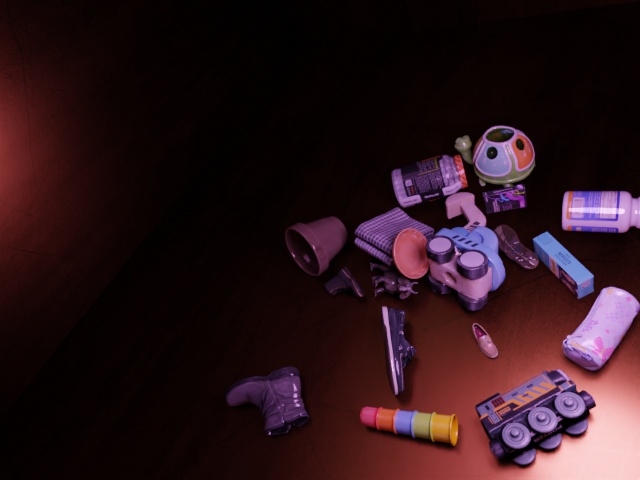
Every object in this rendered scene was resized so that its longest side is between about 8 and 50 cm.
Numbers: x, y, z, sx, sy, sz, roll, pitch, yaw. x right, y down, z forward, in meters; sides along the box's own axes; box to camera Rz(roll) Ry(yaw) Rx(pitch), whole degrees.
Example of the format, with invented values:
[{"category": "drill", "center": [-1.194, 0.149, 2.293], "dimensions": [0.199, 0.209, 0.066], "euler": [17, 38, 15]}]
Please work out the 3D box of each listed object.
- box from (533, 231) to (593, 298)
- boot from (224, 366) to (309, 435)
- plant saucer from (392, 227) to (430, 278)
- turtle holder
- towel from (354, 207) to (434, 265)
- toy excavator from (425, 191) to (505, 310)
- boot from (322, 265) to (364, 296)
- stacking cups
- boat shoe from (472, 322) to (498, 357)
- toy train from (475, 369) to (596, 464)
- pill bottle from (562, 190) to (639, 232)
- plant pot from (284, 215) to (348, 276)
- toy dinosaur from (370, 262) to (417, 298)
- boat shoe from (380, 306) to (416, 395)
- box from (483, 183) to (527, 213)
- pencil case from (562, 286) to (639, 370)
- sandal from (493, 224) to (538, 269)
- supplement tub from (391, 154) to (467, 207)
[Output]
[{"category": "box", "center": [0.866, 0.085, 1.624], "dimensions": [0.060, 0.100, 0.244], "euler": [-29, 43, 5]}, {"category": "boot", "center": [-0.218, 0.636, 1.735], "dimensions": [0.338, 0.118, 0.223], "euler": [-24, 49, 14]}, {"category": "plant saucer", "center": [0.354, 0.052, 1.791], "dimensions": [0.037, 0.200, 0.200], "euler": [-15, 39, 55]}, {"category": "turtle holder", "center": [0.784, -0.395, 2.012], "dimensions": [0.243, 0.227, 0.320], "euler": [-32, 43, 1]}, {"category": "towel", "center": [0.319, -0.023, 1.945], "dimensions": [0.283, 0.121, 0.235], "euler": [-24, 36, -31]}, {"category": "toy excavator", "center": [0.589, 0.005, 1.810], "dimensions": [0.445, 0.222, 0.433], "euler": [-34, 41, -23]}, {"category": "boot", "center": [0.100, 0.213, 1.971], "dimensions": [0.137, 0.077, 0.198], "euler": [-37, 30, 1]}, {"category": "stacking cups", "center": [0.282, 0.600, 1.491], "dimensions": [0.316, 0.096, 0.096], "euler": [-3, 50, 27]}, {"category": "boat shoe", "center": [0.571, 0.349, 1.591], "dimensions": [0.050, 0.045, 0.135], "euler": [-30, 43, 2]}, {"category": "toy train", "center": [0.630, 0.514, 1.352], "dimensions": [0.334, 0.142, 0.190], "euler": [-31, 34, 1]}, {"category": "pill bottle", "center": [1.042, -0.105, 1.660], "dimensions": [0.272, 0.152, 0.152], "euler": [4, 54, 31]}, {"category": "plant pot", "center": [0.000, 0.000, 2.108], "dimensions": [0.229, 0.263, 0.263], "euler": [-32, 41, -25]}, {"category": "toy dinosaur", "center": [0.297, 0.150, 1.899], "dimensions": [0.160, 0.121, 0.313], "euler": [-6, 33, 1]}, {"category": "boat shoe", "center": [0.291, 0.394, 1.660], "dimensions": [0.113, 0.127, 0.340], "euler": [-1, 45, -1]}, {"category": "box", "center": [0.771, -0.171, 1.897], "dimensions": [0.162, 0.116, 0.029], "euler": [-11, 48, 22]}, {"category": "pencil case", "center": [0.883, 0.276, 1.431], "dimensions": [0.124, 0.113, 0.273], "euler": [39, 75, 23]}, {"category": "sandal", "center": [0.758, 0.032, 1.770], "dimensions": [0.090, 0.060, 0.219], "euler": [-40, 58, 1]}, {"category": "supplement tub", "center": [0.501, -0.278, 2.090], "dimensions": [0.316, 0.193, 0.194], "euler": [-14, 46, 19]}]
